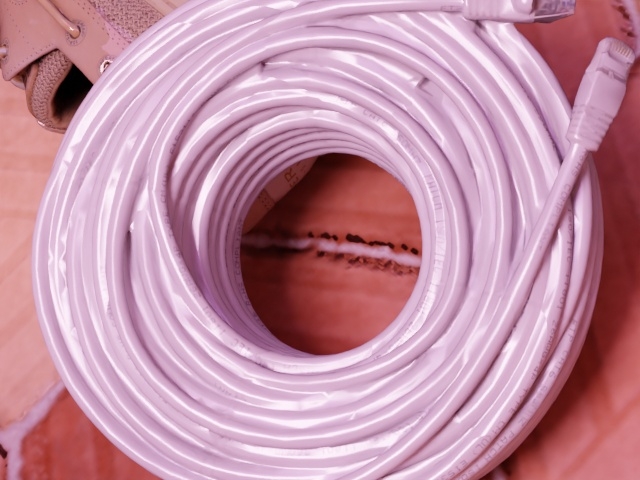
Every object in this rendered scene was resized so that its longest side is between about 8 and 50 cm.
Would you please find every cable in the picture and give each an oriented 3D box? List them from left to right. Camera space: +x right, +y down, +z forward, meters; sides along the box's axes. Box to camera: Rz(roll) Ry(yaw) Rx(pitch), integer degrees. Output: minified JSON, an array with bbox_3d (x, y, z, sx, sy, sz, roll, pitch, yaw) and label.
[{"bbox_3d":[0.000,0.000,0.727,0.257,0.089,0.257,12,86,15],"label":"cable"}]

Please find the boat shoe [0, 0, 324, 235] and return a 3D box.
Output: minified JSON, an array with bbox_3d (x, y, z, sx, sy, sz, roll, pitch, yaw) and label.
[{"bbox_3d":[-0.135,-0.120,0.888,0.341,0.121,0.110,34,81,35],"label":"boat shoe"}]
